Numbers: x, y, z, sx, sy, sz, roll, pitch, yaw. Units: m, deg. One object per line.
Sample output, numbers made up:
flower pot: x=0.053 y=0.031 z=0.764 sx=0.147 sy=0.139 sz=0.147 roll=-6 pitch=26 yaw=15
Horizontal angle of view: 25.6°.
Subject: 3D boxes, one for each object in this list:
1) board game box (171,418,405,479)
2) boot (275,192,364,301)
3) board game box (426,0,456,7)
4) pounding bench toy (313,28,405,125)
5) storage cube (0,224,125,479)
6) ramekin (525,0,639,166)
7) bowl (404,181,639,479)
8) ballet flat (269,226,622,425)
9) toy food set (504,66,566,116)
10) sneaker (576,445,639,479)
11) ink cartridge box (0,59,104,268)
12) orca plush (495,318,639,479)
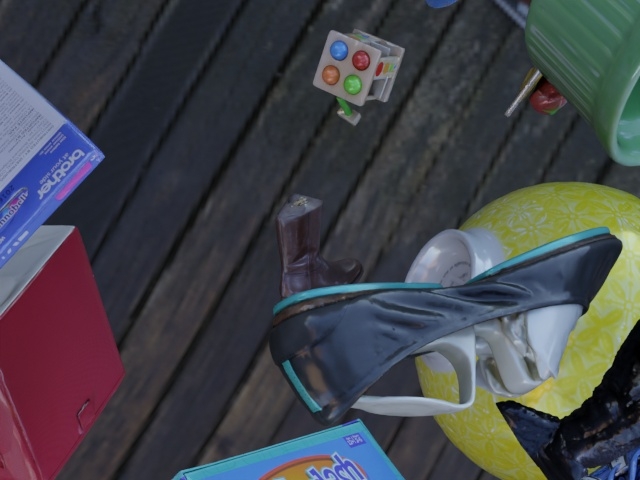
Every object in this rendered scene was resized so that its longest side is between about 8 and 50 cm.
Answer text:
board game box: x=0.027 y=0.191 z=0.680 sx=0.047 sy=0.210 sz=0.160 roll=-48 pitch=157 yaw=26
boot: x=0.000 y=0.000 z=1.352 sx=0.106 sy=0.037 sz=0.114 roll=-28 pitch=128 yaw=-37
board game box: x=0.193 y=-0.344 z=1.712 sx=0.033 sy=0.133 sz=0.169 roll=33 pitch=67 yaw=-24
pounding bench toy: x=0.028 y=-0.140 z=1.255 sx=0.065 sy=0.052 sz=0.083 roll=-21 pitch=133 yaw=-63
storage cube: x=-0.335 y=0.111 z=1.418 sx=0.215 sy=0.183 sz=0.193 roll=-58 pitch=143 yaw=-49
ramekin: x=0.342 y=-0.233 z=1.367 sx=0.303 sy=0.148 sz=0.303 roll=-33 pitch=154 yaw=-19
bowl: x=0.165 y=0.068 z=1.274 sx=0.156 sy=0.289 sz=0.290 roll=19 pitch=90 yaw=-26
ballet flat: x=0.095 y=0.063 z=0.936 sx=0.280 sy=0.095 sz=0.096 roll=-12 pitch=75 yaw=-27
toy food set: x=0.285 y=-0.197 z=1.604 sx=0.071 sy=0.218 sz=0.128 roll=35 pitch=123 yaw=1
sneaker: x=0.131 y=0.133 z=0.603 sx=0.081 sy=0.080 sz=0.211 roll=23 pitch=123 yaw=-23
ink cartridge box: x=-0.302 y=-0.061 z=1.160 sx=0.186 sy=0.311 sz=0.065 roll=-48 pitch=136 yaw=-4
orca plush: x=0.243 y=0.042 z=0.932 sx=0.287 sy=0.151 sz=0.102 roll=-28 pitch=140 yaw=7
